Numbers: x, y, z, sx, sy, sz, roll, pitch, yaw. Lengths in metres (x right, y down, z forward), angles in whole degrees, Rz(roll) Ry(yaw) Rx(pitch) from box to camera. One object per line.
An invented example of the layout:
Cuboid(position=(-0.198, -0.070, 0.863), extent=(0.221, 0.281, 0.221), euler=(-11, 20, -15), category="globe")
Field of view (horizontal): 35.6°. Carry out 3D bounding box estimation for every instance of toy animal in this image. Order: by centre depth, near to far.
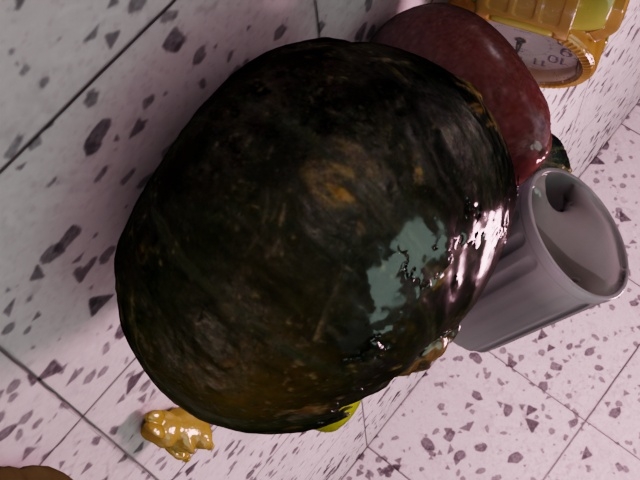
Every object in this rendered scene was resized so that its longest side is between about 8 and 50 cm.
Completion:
Cuboid(position=(-0.223, 0.272, 1.457), extent=(0.070, 0.083, 0.159), euler=(-29, 155, 13), category="toy animal")

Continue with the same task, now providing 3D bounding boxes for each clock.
Cuboid(position=(0.297, -0.336, 1.377), extent=(0.317, 0.244, 0.200), euler=(70, 42, -73), category="clock")

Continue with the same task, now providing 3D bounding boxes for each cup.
Cuboid(position=(0.252, 0.024, 1.209), extent=(0.202, 0.167, 0.221), euler=(-36, 174, 42), category="cup")

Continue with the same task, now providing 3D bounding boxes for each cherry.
Cuboid(position=(0.172, -0.166, 1.288), extent=(0.221, 0.307, 0.261), euler=(-37, 136, -11), category="cherry")

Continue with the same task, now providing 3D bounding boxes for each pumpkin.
Cuboid(position=(0.000, 0.000, 1.041), extent=(0.454, 0.344, 0.454), euler=(-49, 172, -9), category="pumpkin")
Cuboid(position=(0.444, -0.157, 2.161), extent=(0.190, 0.190, 0.146), euler=(-49, 171, -17), category="pumpkin")

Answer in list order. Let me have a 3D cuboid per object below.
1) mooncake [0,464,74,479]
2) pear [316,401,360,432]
Cuboid(position=(-0.384, 0.487, 1.102), extent=(0.467, 0.262, 0.467), euler=(-47, 159, -25), category="mooncake")
Cuboid(position=(0.034, 0.245, 1.959), extent=(0.239, 0.139, 0.288), euler=(-66, 162, 8), category="pear")
